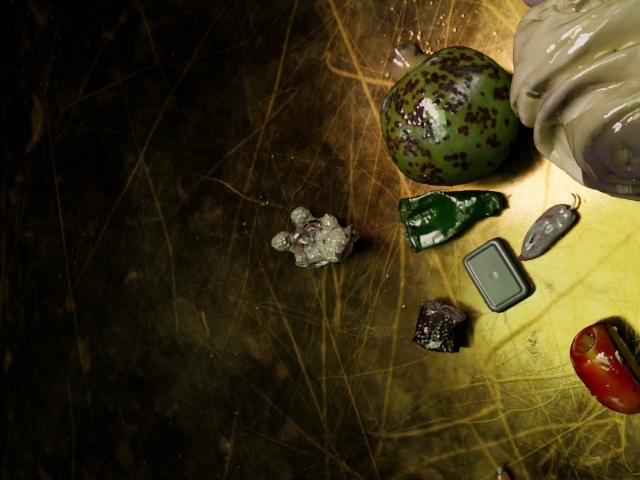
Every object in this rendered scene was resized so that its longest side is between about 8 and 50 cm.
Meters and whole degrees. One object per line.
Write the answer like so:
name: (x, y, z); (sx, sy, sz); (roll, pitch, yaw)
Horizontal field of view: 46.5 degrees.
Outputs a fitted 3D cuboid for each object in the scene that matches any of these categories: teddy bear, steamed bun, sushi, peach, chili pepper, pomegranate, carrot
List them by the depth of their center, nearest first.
steamed bun: (0.449, -0.195, 1.077); (0.394, 0.237, 0.346); (24, 150, 9)
peach: (0.478, 0.219, 1.229); (0.092, 0.127, 0.172); (-35, 99, 20)
pomegranate: (0.215, -0.225, 1.288); (0.254, 0.254, 0.270); (-32, 92, 29)
chili pepper: (0.395, -0.018, 1.302); (0.153, 0.041, 0.050); (-48, 26, 24)
carrot: (0.335, 0.480, 1.363); (0.035, 0.035, 0.142); (-3, 97, 32)
chili pepper: (0.235, -0.045, 1.391); (0.216, 0.062, 0.108); (-14, 91, 31)
sushi: (0.222, 0.161, 1.395); (0.094, 0.098, 0.084); (14, 103, 12)
teddy bear: (0.006, 0.012, 1.501); (0.213, 0.111, 0.133); (15, 61, 48)

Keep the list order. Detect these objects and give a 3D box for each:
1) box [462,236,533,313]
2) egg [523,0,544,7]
box: (0.320, 0.063, 1.356); (0.091, 0.031, 0.126); (-36, 72, 28)
egg: (0.395, -0.448, 1.249); (0.135, 0.103, 0.103); (-43, 70, 29)
